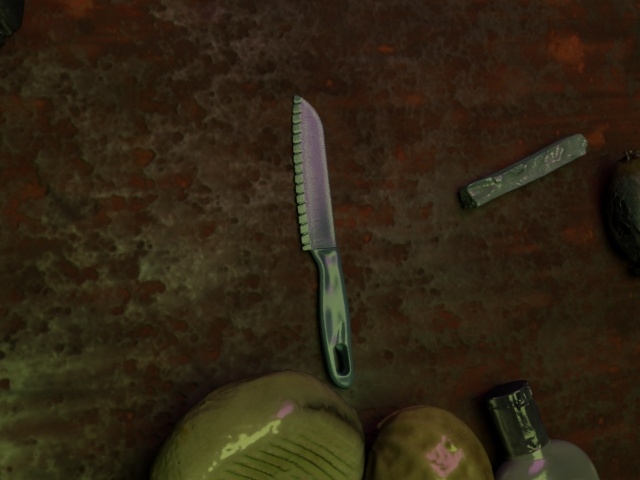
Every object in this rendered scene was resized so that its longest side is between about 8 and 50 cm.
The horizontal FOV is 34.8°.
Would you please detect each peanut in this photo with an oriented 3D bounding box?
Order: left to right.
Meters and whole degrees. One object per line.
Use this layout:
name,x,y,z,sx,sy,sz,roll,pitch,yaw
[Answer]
peanut,0.106,0.318,1.014,0.147,0.147,0.306,-6,90,-25

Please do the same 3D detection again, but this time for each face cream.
face cream,0.250,0.296,1.110,0.144,0.071,0.291,-24,95,-26

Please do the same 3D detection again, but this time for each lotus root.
lotus root,0.385,-0.028,1.211,0.088,0.088,0.165,-14,99,-25

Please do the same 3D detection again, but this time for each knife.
knife,0.000,0.000,1.065,0.044,0.019,0.313,-4,83,-22

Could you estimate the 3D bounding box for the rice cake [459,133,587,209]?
rice cake,0.236,-0.080,1.166,0.180,0.042,0.030,-26,92,-26

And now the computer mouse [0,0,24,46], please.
computer mouse,-0.351,-0.251,0.907,0.192,0.062,0.106,41,69,-13

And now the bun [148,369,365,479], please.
bun,-0.066,0.210,0.954,0.222,0.127,0.222,-18,120,-34
